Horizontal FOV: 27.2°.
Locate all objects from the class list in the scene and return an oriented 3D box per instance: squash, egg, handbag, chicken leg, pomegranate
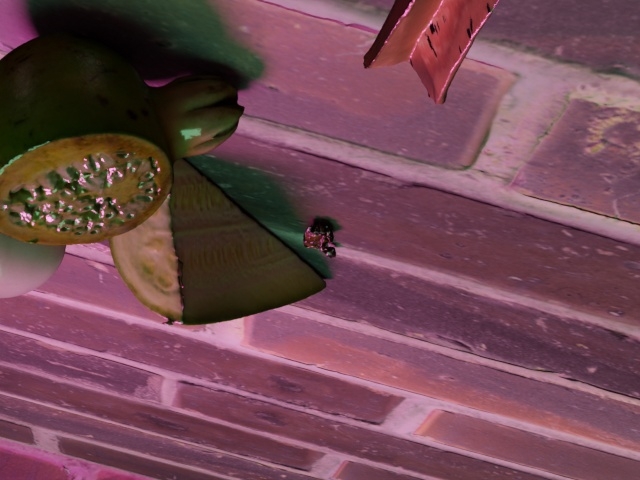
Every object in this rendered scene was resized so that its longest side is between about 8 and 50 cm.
[{"bbox_3d":[-0.119,-0.013,1.521,0.111,0.203,0.289,-1,-171,33],"label":"squash"},{"bbox_3d":[-0.396,-0.015,1.526,0.209,0.151,0.151,18,158,0],"label":"egg"},{"bbox_3d":[0.098,-0.189,0.786,0.059,0.157,0.212,24,157,-4],"label":"handbag"},{"bbox_3d":[-0.002,-0.001,1.490,0.036,0.021,0.083,2,157,6],"label":"chicken leg"},{"bbox_3d":[-0.208,-0.113,1.189,0.241,0.159,0.190,-27,151,19],"label":"pomegranate"}]
